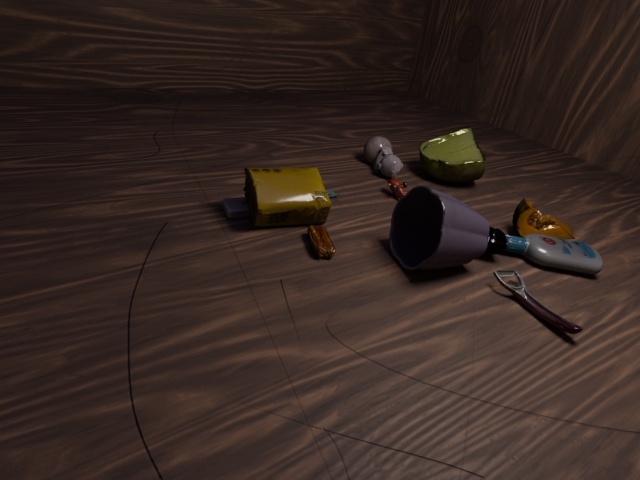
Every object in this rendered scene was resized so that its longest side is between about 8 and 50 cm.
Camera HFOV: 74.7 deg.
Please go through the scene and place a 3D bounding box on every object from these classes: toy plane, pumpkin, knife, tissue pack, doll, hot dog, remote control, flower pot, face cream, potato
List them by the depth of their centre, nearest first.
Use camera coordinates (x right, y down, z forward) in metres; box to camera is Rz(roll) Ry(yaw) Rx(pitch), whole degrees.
[{"bbox_3d":[0.644,0.184,1.238,0.123,0.053,0.278,-2,34,-28],"label":"knife"},{"bbox_3d":[0.393,-0.027,1.340,0.243,0.265,0.265,7,30,-24],"label":"flower pot"},{"bbox_3d":[0.000,0.000,1.361,0.071,0.045,0.165,-2,33,-16],"label":"hot dog"},{"bbox_3d":[-0.116,-0.154,1.447,0.270,0.134,0.192,-6,56,-25],"label":"tissue pack"},{"bbox_3d":[0.811,0.036,1.501,0.336,0.080,0.163,11,32,2],"label":"face cream"},{"bbox_3d":[-0.223,-0.125,1.513,0.250,0.034,0.103,-7,36,-27],"label":"remote control"},{"bbox_3d":[0.850,-0.049,1.630,0.248,0.126,0.131,30,24,-2],"label":"pumpkin"},{"bbox_3d":[0.332,-0.194,1.755,0.126,0.077,0.194,-3,42,-5],"label":"toy plane"},{"bbox_3d":[0.306,-0.397,2.013,0.151,0.151,0.287,-1,36,-17],"label":"doll"},{"bbox_3d":[0.627,-0.372,2.040,0.280,0.213,0.330,-6,40,7],"label":"potato"}]

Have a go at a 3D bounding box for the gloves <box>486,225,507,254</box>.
[{"bbox_3d":[0.533,-0.015,1.486,0.203,0.124,0.164,20,13,2],"label":"gloves"}]

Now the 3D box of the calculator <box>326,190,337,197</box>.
[{"bbox_3d":[-0.016,-0.180,1.681,0.172,0.018,0.057,-9,37,-31],"label":"calculator"}]
